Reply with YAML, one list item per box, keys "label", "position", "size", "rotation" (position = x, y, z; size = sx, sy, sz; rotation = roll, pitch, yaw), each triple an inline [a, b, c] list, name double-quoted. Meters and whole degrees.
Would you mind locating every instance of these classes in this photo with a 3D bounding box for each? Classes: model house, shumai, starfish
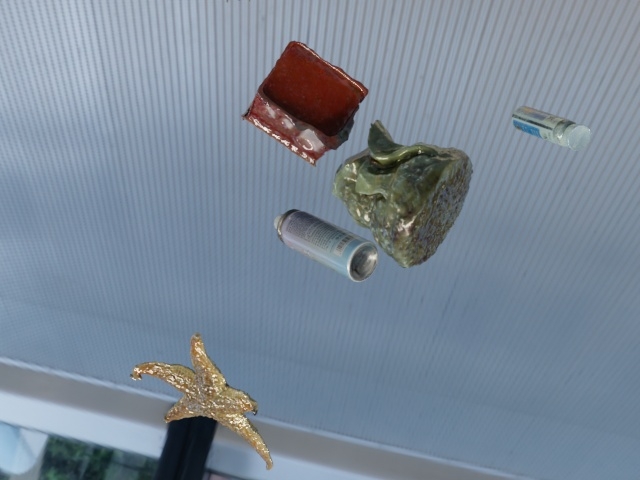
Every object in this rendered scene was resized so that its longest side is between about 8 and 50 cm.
- label: "model house"
  position: [-0.044, -0.262, 1.532]
  size: [0.196, 0.160, 0.254]
  rotation: [32, 166, -11]
- label: "shumai"
  position: [0.200, -0.132, 2.079]
  size: [0.348, 0.395, 0.395]
  rotation: [24, 145, 21]
- label: "starfish"
  position: [-0.172, 0.247, 1.136]
  size: [0.231, 0.048, 0.295]
  rotation: [-3, 130, 34]

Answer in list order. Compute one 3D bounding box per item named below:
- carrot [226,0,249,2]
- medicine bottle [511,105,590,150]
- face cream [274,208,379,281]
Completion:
- label: "carrot"
  position: [-0.225, -0.614, 1.529]
  size: [0.331, 0.193, 0.214]
  rotation: [42, 100, 5]
- label: "medicine bottle"
  position: [0.431, -0.214, 1.407]
  size: [0.051, 0.191, 0.051]
  rotation: [-7, 113, -17]
- label: "face cream"
  position: [0.000, 0.000, 1.319]
  size: [0.229, 0.075, 0.075]
  rotation: [27, 156, 45]
